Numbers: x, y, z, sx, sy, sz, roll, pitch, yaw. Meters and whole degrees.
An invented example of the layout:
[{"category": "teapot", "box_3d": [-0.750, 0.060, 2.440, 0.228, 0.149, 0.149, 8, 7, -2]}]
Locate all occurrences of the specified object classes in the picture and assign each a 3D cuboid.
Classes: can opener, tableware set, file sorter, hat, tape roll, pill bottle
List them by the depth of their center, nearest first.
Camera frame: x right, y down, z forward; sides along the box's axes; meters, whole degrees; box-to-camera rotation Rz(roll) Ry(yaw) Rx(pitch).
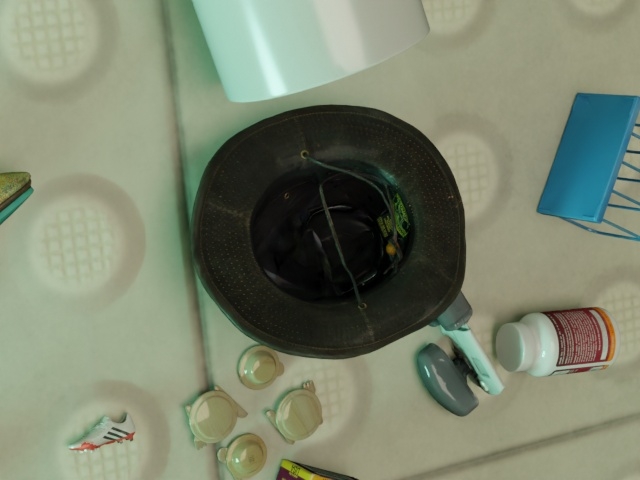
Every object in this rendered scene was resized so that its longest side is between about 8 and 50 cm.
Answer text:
[{"category": "tape roll", "box_3d": [-0.017, -0.273, 1.667, 0.246, 0.246, 0.169, -27, 107, -23]}, {"category": "hat", "box_3d": [0.000, 0.000, 1.757, 0.331, 0.134, 0.331, 4, 73, -14]}, {"category": "tableware set", "box_3d": [-0.079, 0.210, 1.816, 0.169, 0.020, 0.141, -40, 114, -20]}, {"category": "can opener", "box_3d": [0.138, 0.098, 1.886, 0.095, 0.076, 0.283, -41, 111, -19]}, {"category": "file sorter", "box_3d": [0.384, -0.095, 1.972, 0.104, 0.118, 0.170, 21, 86, -32]}, {"category": "pill bottle", "box_3d": [0.311, 0.134, 1.975, 0.152, 0.086, 0.086, -3, 97, -28]}]

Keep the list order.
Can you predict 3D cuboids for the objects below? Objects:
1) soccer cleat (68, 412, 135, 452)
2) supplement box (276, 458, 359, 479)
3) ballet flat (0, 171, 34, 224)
[{"category": "soccer cleat", "box_3d": [-0.252, 0.221, 1.722, 0.083, 0.029, 0.035, -12, 92, -29]}, {"category": "supplement box", "box_3d": [-0.016, 0.374, 1.833, 0.104, 0.081, 0.188, 19, 87, -28]}, {"category": "ballet flat", "box_3d": [-0.449, 0.026, 1.553, 0.348, 0.123, 0.123, -48, 114, -15]}]
